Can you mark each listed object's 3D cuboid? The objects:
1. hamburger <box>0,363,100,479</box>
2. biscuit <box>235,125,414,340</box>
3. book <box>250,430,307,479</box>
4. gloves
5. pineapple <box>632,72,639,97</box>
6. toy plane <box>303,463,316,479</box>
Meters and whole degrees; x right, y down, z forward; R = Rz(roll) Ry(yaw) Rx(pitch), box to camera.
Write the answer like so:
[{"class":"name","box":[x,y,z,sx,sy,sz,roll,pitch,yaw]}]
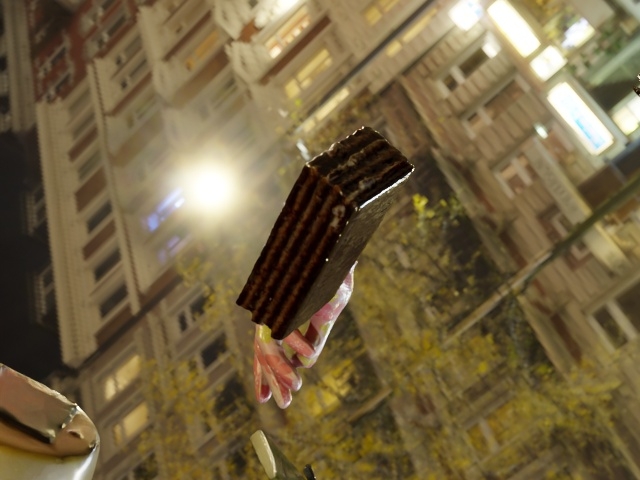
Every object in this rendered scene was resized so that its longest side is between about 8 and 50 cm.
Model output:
[{"class":"hamburger","box":[-0.431,0.277,1.256,0.294,0.179,0.276,29,-173,-6]},{"class":"biscuit","box":[0.000,0.000,0.995,0.070,0.252,0.106,43,-132,13]},{"class":"book","box":[0.010,0.499,1.714,0.352,0.035,0.239,51,175,-13]},{"class":"gloves","box":[-0.039,0.111,1.350,0.126,0.241,0.145,35,-175,1]},{"class":"pineapple","box":[0.468,-0.215,0.916,0.352,0.300,0.352,3,-90,-66]},{"class":"toy plane","box":[0.015,0.347,1.200,0.145,0.037,0.060,62,171,-21]}]
